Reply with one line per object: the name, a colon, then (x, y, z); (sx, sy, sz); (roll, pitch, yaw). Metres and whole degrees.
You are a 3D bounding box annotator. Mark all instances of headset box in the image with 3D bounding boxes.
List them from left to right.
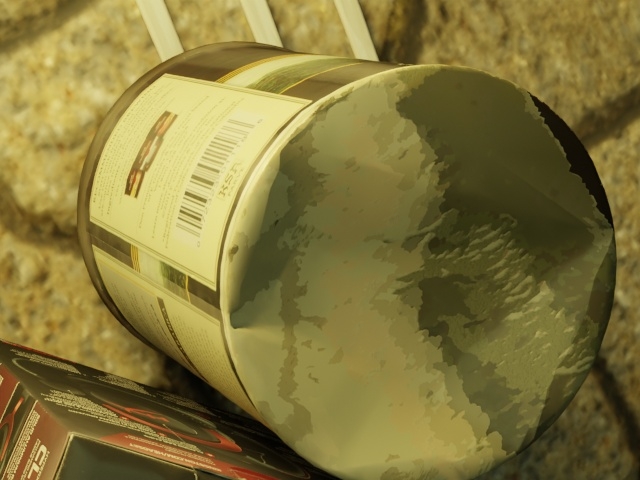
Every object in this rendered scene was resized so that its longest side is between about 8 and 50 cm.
headset box: (-0.081, 0.153, 0.873); (0.218, 0.293, 0.110); (21, 89, -24)

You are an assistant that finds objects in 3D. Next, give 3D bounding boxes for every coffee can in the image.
coffee can: (0.000, 0.000, 0.873); (0.201, 0.275, 0.202); (-4, 100, -22)

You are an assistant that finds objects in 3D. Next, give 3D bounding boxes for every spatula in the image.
spatula: (-0.026, -0.101, 1.009); (0.168, 0.019, 0.242); (-26, 107, -16)
